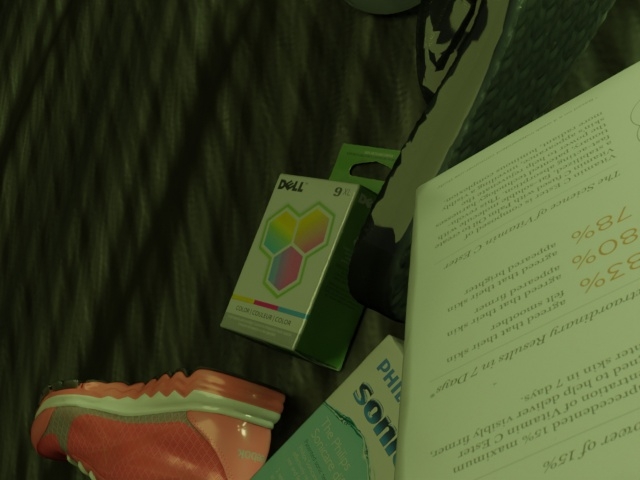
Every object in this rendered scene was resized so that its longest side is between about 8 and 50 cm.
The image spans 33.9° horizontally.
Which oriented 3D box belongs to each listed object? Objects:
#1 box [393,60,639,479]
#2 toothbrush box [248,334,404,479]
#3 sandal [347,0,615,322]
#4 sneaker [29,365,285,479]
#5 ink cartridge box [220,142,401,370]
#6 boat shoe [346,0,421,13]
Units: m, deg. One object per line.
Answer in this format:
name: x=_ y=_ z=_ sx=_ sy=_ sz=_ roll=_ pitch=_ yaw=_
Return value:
box: x=0.173 y=0.062 z=0.528 sx=0.215 sy=0.168 sz=0.345 roll=-29 pitch=22 yaw=22
toothbrush box: x=0.034 y=0.248 z=0.711 sx=0.295 sy=0.126 sz=0.216 roll=-49 pitch=45 yaw=15
sandal: x=0.123 y=-0.154 z=0.805 sx=0.107 sy=0.167 sz=0.445 roll=29 pitch=91 yaw=30
sneaker: x=-0.171 y=0.199 z=0.957 sx=0.314 sy=0.116 sz=0.136 roll=-14 pitch=60 yaw=40
ink cartridge box: x=0.000 y=0.000 z=0.934 sx=0.109 sy=0.062 sz=0.209 roll=12 pitch=77 yaw=49
boat shoe: x=0.112 y=-0.313 z=0.949 sx=0.105 sy=0.113 sz=0.306 roll=-47 pitch=4 yaw=-32
